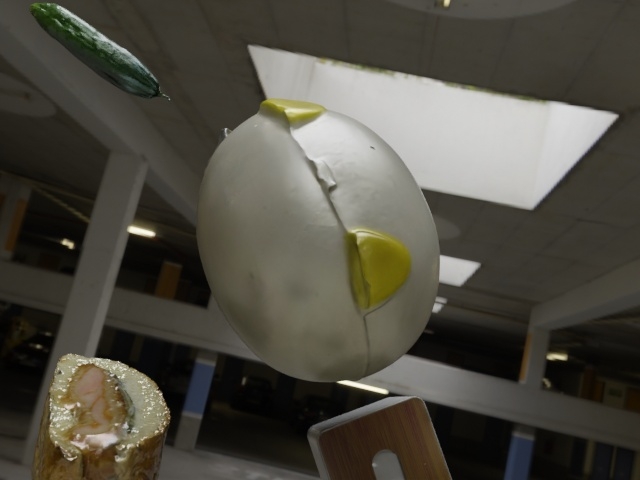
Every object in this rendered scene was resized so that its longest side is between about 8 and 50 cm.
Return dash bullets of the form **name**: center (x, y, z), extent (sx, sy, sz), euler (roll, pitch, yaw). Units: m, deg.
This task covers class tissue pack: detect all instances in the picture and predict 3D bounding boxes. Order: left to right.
- **tissue pack**: center (0.094, 0.359, 0.972), extent (0.159, 0.246, 0.136), euler (-18, -9, -12)

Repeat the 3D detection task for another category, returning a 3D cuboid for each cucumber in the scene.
- **cucumber**: center (-0.221, -0.186, 0.688), extent (0.168, 0.039, 0.039), euler (36, -12, -3)

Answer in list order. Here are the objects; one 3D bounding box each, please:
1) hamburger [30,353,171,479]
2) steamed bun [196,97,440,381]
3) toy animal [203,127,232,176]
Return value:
- **hamburger**: center (-0.315, 0.303, 0.963), extent (0.162, 0.209, 0.330), euler (9, 9, -24)
- **steamed bun**: center (-0.006, 0.002, 0.919), extent (0.333, 0.374, 0.334), euler (-24, -24, -11)
- **toy animal**: center (-0.131, -0.132, 1.242), extent (0.188, 0.308, 0.266), euler (28, -36, -27)
